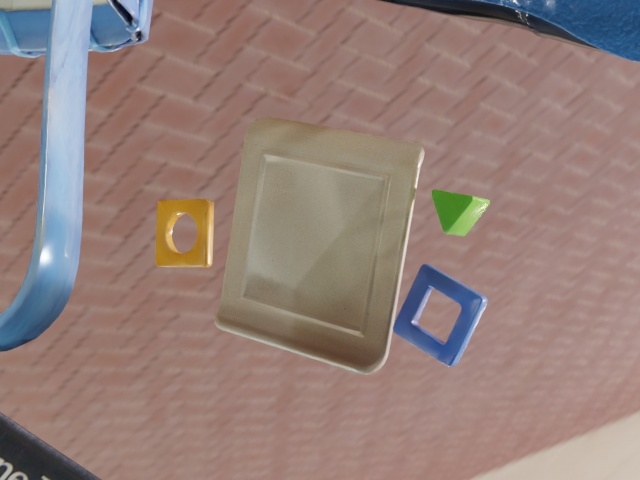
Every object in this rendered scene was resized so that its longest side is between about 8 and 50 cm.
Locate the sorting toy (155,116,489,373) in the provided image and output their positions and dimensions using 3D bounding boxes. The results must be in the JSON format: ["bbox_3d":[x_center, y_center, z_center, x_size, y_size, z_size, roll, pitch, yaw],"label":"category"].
[{"bbox_3d":[0.000,0.000,1.014,0.047,0.347,0.196,6,97,-56],"label":"sorting toy"}]

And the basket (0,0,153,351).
[{"bbox_3d":[-0.195,-0.105,0.447,0.254,0.289,0.201,0,172,19],"label":"basket"}]

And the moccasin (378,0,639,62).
[{"bbox_3d":[0.149,-0.188,0.696,0.117,0.342,0.138,-30,135,-61],"label":"moccasin"}]

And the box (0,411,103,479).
[{"bbox_3d":[-0.222,0.318,0.613,0.395,0.293,0.212,-54,169,-30],"label":"box"}]
